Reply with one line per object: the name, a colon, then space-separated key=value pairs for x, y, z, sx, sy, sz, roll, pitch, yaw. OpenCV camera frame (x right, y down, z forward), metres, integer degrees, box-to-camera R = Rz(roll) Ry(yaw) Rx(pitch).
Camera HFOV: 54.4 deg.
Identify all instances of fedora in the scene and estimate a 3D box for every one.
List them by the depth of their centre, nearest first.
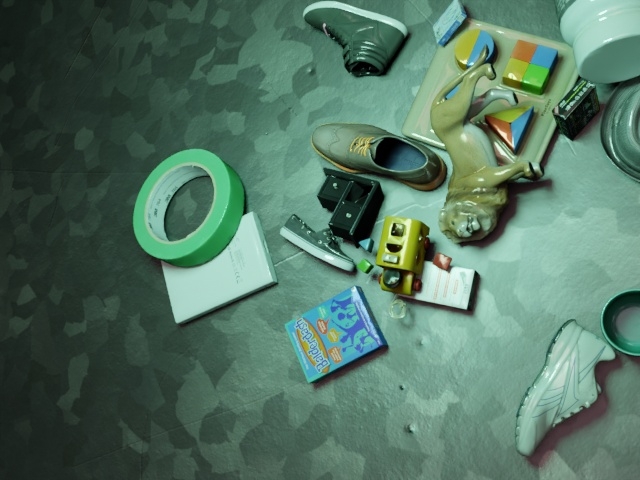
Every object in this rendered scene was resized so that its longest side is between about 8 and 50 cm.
fedora: x=0.702 y=-0.256 z=1.266 sx=0.244 sy=0.124 sz=0.275 roll=27 pitch=91 yaw=25

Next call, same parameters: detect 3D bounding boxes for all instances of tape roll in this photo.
tape roll: x=-0.362 y=-0.090 z=1.700 sx=0.321 sy=0.077 sz=0.321 roll=-10 pitch=66 yaw=24

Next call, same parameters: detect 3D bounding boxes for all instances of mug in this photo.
mug: x=0.635 y=0.160 z=1.226 sx=0.158 sy=0.097 sz=0.129 roll=-19 pitch=72 yaw=19

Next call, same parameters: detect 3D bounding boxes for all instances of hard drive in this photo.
hard drive: x=-0.279 y=0.076 z=1.676 sx=0.307 sy=0.040 sz=0.203 roll=-24 pitch=71 yaw=18

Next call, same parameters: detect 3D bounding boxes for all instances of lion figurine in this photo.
lion figurine: x=0.327 y=-0.199 z=1.363 sx=0.240 sy=0.142 sz=0.392 roll=-18 pitch=90 yaw=36

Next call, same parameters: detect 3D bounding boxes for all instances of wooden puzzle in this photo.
wooden puzzle: x=0.390 y=-0.350 z=1.446 sx=0.348 sy=0.080 sz=0.322 roll=24 pitch=90 yaw=26

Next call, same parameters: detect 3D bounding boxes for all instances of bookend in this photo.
bookend: x=0.050 y=-0.082 z=1.521 sx=0.157 sy=0.072 sz=0.156 roll=19 pitch=68 yaw=26

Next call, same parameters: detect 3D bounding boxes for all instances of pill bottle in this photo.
pill bottle: x=0.596 y=-0.529 z=1.306 sx=0.204 sy=0.204 sz=0.361 roll=-10 pitch=69 yaw=22

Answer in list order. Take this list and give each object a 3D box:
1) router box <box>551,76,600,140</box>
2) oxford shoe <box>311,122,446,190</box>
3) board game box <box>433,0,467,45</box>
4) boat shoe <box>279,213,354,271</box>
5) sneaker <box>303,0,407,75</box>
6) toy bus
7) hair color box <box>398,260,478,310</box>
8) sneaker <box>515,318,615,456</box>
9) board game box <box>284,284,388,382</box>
router box: x=0.550 y=-0.281 z=1.338 sx=0.092 sy=0.122 sz=0.038 roll=-48 pitch=60 yaw=8
oxford shoe: x=0.123 y=-0.228 z=1.509 sx=0.364 sy=0.133 sz=0.130 roll=18 pitch=88 yaw=26
board game box: x=0.312 y=-0.529 z=1.507 sx=0.090 sy=0.020 sz=0.090 roll=-48 pitch=28 yaw=36
boat shoe: x=0.000 y=0.000 z=1.554 sx=0.228 sy=0.080 sz=0.076 roll=30 pitch=94 yaw=33
sneaker: x=0.063 y=-0.517 z=1.609 sx=0.296 sy=0.104 sz=0.147 roll=21 pitch=83 yaw=22
toy bus: x=0.173 y=0.043 z=1.392 sx=0.191 sy=0.104 sz=0.202 roll=-38 pitch=64 yaw=14
hair color box: x=0.267 y=0.100 z=1.425 sx=0.167 sy=0.053 sz=0.093 roll=10 pitch=83 yaw=27
sneaker: x=0.488 y=0.312 z=1.259 sx=0.129 sy=0.111 sz=0.297 roll=28 pitch=92 yaw=20
board game box: x=0.035 y=0.227 z=1.504 sx=0.210 sy=0.047 sz=0.160 roll=-31 pitch=69 yaw=16
